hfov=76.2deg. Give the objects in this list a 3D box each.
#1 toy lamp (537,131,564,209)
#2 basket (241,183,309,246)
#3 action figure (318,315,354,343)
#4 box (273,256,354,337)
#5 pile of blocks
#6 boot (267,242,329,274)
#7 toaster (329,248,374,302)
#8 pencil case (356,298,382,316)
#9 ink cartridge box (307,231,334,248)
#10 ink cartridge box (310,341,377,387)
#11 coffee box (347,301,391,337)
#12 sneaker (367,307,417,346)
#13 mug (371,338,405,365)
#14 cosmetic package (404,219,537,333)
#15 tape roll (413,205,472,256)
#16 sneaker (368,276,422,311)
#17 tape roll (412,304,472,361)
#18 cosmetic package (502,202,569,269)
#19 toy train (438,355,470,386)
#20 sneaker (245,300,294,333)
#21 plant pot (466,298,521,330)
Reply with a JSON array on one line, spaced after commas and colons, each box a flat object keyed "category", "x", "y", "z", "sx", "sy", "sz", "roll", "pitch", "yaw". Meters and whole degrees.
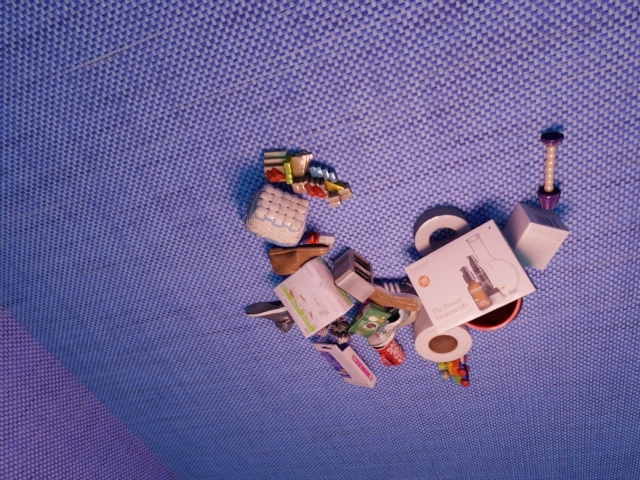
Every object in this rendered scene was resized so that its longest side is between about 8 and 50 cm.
[{"category": "toy lamp", "x": 0.804, "y": -0.235, "z": 1.427, "sx": 0.080, "sy": 0.080, "sz": 0.275, "roll": -9, "pitch": 124, "yaw": 12}, {"category": "basket", "x": -0.167, "y": -0.080, "z": 1.579, "sx": 0.254, "sy": 0.201, "sz": 0.289, "roll": 21, "pitch": 152, "yaw": -12}, {"category": "action figure", "x": 0.071, "y": 0.408, "z": 1.911, "sx": 0.164, "sy": 0.141, "sz": 0.276, "roll": -2, "pitch": 127, "yaw": 32}, {"category": "box", "x": -0.031, "y": 0.241, "z": 1.750, "sx": 0.231, "sy": 0.127, "sz": 0.262, "roll": -39, "pitch": 82, "yaw": 26}, {"category": "pile of blocks", "x": -0.045, "y": -0.228, "z": 1.498, "sx": 0.362, "sy": 0.113, "sz": 0.149, "roll": 18, "pitch": 125, "yaw": -7}, {"category": "boot", "x": -0.084, "y": 0.073, "z": 1.659, "sx": 0.305, "sy": 0.112, "sz": 0.115, "roll": -9, "pitch": 88, "yaw": 38}, {"category": "toaster", "x": 0.136, "y": 0.141, "z": 1.707, "sx": 0.185, "sy": 0.168, "sz": 0.110, "roll": 36, "pitch": 118, "yaw": -19}, {"category": "pencil case", "x": 0.216, "y": 0.338, "z": 1.881, "sx": 0.098, "sy": 0.095, "sz": 0.209, "roll": 1, "pitch": 128, "yaw": -18}, {"category": "ink cartridge box", "x": 0.000, "y": 0.000, "z": 1.704, "sx": 0.115, "sy": 0.029, "sz": 0.063, "roll": 6, "pitch": 126, "yaw": 2}, {"category": "ink cartridge box", "x": 0.120, "y": 0.609, "z": 2.058, "sx": 0.175, "sy": 0.069, "sz": 0.371, "roll": -9, "pitch": 130, "yaw": 44}, {"category": "coffee box", "x": 0.214, "y": 0.355, "z": 1.813, "sx": 0.113, "sy": 0.040, "sz": 0.184, "roll": 22, "pitch": 125, "yaw": -20}, {"category": "sneaker", "x": 0.303, "y": 0.381, "z": 1.875, "sx": 0.122, "sy": 0.110, "sz": 0.283, "roll": 22, "pitch": 118, "yaw": -41}, {"category": "mug", "x": 0.328, "y": 0.543, "z": 1.988, "sx": 0.113, "sy": 0.150, "sz": 0.169, "roll": -1, "pitch": 139, "yaw": 49}, {"category": "cosmetic package", "x": 0.546, "y": 0.140, "z": 1.517, "sx": 0.377, "sy": 0.284, "sz": 0.097, "roll": -34, "pitch": 157, "yaw": 25}, {"category": "tape roll", "x": 0.480, "y": -0.024, "z": 1.612, "sx": 0.219, "sy": 0.072, "sz": 0.219, "roll": 2, "pitch": 124, "yaw": 3}, {"category": "sneaker", "x": 0.324, "y": 0.208, "z": 1.781, "sx": 0.282, "sy": 0.153, "sz": 0.099, "roll": 13, "pitch": 132, "yaw": 30}, {"category": "tape roll", "x": 0.543, "y": 0.407, "z": 1.848, "sx": 0.246, "sy": 0.169, "sz": 0.246, "roll": 3, "pitch": 124, "yaw": 4}, {"category": "cosmetic package", "x": 0.792, "y": -0.016, "z": 1.536, "sx": 0.151, "sy": 0.151, "sz": 0.184, "roll": 14, "pitch": 125, "yaw": -3}, {"category": "toy train", "x": 0.655, "y": 0.621, "z": 2.037, "sx": 0.143, "sy": 0.105, "sz": 0.248, "roll": -7, "pitch": 125, "yaw": 27}, {"category": "sneaker", "x": -0.234, "y": 0.377, "z": 1.957, "sx": 0.226, "sy": 0.086, "sz": 0.163, "roll": -8, "pitch": 121, "yaw": 10}, {"category": "plant pot", "x": 0.681, "y": 0.229, "z": 1.634, "sx": 0.275, "sy": 0.275, "sz": 0.243, "roll": -32, "pitch": 149, "yaw": 25}]
